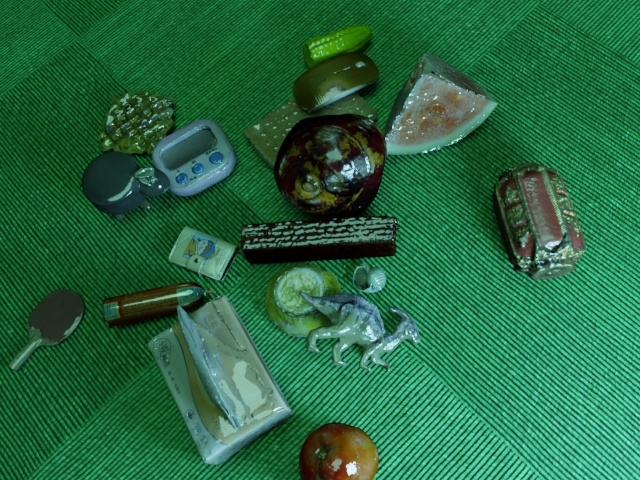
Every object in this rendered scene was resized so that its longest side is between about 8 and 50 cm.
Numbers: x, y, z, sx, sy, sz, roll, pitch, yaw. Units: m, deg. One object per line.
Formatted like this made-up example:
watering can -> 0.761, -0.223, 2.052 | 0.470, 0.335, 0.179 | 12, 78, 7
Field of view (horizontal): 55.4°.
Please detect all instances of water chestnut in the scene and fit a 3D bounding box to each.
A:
water chestnut -> 0.024, -0.189, 1.477 | 0.288, 0.289, 0.245 | -20, 67, -1

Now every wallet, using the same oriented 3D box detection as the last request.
wallet -> -0.299, 0.033, 1.553 | 0.154, 0.039, 0.110 | 19, 70, 16

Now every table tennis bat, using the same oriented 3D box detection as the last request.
table tennis bat -> -0.693, 0.226, 1.536 | 0.131, 0.022, 0.234 | 30, 72, 18

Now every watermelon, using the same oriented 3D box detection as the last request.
watermelon -> 0.282, -0.344, 1.550 | 0.309, 0.232, 0.193 | -16, 30, 18

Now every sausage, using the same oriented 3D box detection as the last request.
sausage -> -0.396, 0.152, 1.498 | 0.263, 0.083, 0.083 | -11, 66, 1

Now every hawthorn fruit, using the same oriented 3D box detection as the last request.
hawthorn fruit -> 0.033, 0.458, 1.252 | 0.172, 0.173, 0.173 | -3, 67, 7

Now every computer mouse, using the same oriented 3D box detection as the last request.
computer mouse -> 0.042, -0.436, 1.658 | 0.245, 0.056, 0.126 | -25, 65, -7

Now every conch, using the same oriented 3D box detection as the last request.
conch -> 0.119, 0.095, 1.462 | 0.076, 0.056, 0.085 | -40, 34, 7

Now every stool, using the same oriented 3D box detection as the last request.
stool -> -0.508, -0.131, 1.597 | 0.227, 0.139, 0.153 | 20, 71, 16

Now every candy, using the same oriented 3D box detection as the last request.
candy -> 0.053, -0.552, 1.728 | 0.209, 0.097, 0.097 | -26, 66, -7

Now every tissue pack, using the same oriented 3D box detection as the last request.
tissue pack -> -0.230, 0.295, 1.331 | 0.238, 0.239, 0.306 | -30, 66, -6

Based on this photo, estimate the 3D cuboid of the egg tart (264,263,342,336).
egg tart -> -0.046, 0.135, 1.455 | 0.197, 0.078, 0.197 | -4, 67, 9

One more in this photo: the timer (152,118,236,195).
timer -> -0.340, -0.223, 1.653 | 0.208, 0.069, 0.191 | -30, 66, -5

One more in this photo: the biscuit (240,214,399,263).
biscuit -> 0.000, 0.000, 1.489 | 0.387, 0.107, 0.073 | -4, 67, 6

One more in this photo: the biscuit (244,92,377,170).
biscuit -> -0.027, -0.312, 1.659 | 0.324, 0.044, 0.217 | -38, 65, -12

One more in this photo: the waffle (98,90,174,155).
waffle -> -0.521, -0.341, 1.736 | 0.223, 0.054, 0.204 | 6, 68, 11

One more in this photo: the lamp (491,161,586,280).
lamp -> 0.501, -0.046, 1.414 | 0.176, 0.177, 0.274 | -11, 64, 3

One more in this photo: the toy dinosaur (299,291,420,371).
toy dinosaur -> 0.084, 0.207, 1.380 | 0.294, 0.077, 0.162 | 22, 67, -18
